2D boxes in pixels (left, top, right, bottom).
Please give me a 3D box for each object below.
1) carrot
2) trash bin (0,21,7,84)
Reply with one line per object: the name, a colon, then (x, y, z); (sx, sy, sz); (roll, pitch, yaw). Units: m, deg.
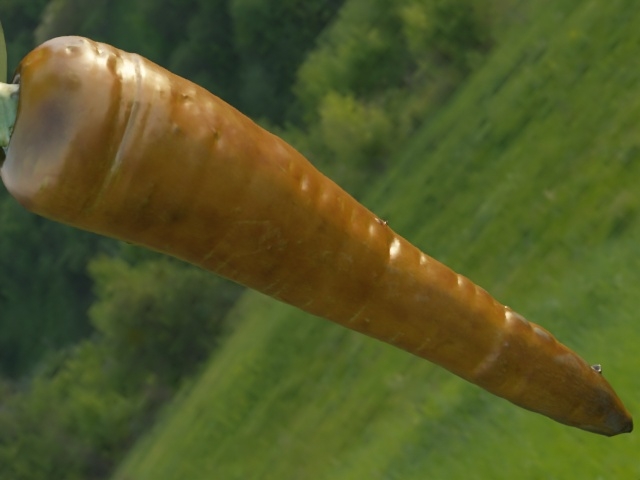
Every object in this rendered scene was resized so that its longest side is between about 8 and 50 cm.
carrot: (0.000, 0.000, 0.581); (0.061, 0.257, 0.061); (-58, 15, 27)
trash bin: (-0.308, -0.163, 0.776); (0.280, 0.280, 0.432); (-58, -15, -17)
